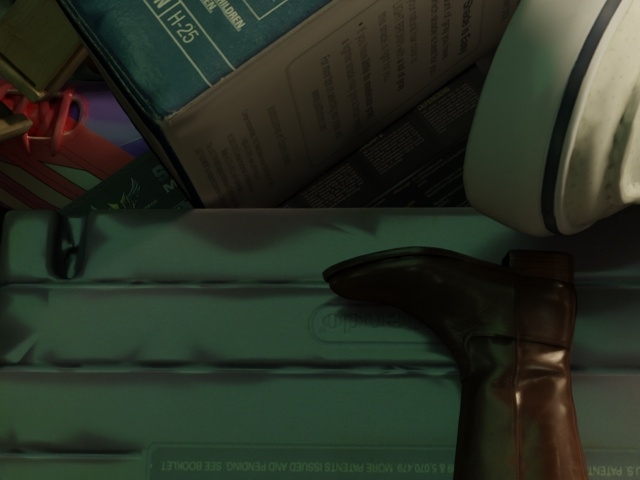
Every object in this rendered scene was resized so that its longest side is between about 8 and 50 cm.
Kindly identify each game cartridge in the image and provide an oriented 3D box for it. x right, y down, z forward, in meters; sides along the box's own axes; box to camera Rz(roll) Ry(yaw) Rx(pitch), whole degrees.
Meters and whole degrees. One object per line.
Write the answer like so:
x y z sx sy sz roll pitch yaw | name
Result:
0.033 0.100 0.607 0.355 0.068 0.230 0 77 6 | game cartridge

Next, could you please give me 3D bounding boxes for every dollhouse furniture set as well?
-0.231 -0.092 0.717 0.161 0.101 0.182 42 104 -1 | dollhouse furniture set

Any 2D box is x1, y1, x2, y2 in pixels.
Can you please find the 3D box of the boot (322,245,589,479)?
0.053 0.061 0.572 0.106 0.037 0.114 -1 77 8 | boot

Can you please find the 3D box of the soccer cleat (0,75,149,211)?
-0.190 -0.066 0.800 0.248 0.095 0.083 4 62 20 | soccer cleat

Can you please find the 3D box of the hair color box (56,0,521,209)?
0.056 -0.158 0.645 0.347 0.174 0.105 -36 75 -6 | hair color box

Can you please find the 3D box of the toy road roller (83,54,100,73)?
-0.089 -0.266 0.857 0.202 0.240 0.329 -24 93 3 | toy road roller

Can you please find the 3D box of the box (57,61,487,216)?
0.000 0.000 0.722 0.232 0.059 0.183 -35 60 -6 | box

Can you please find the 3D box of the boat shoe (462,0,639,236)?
0.208 -0.081 0.604 0.156 0.136 0.367 26 35 27 | boat shoe
